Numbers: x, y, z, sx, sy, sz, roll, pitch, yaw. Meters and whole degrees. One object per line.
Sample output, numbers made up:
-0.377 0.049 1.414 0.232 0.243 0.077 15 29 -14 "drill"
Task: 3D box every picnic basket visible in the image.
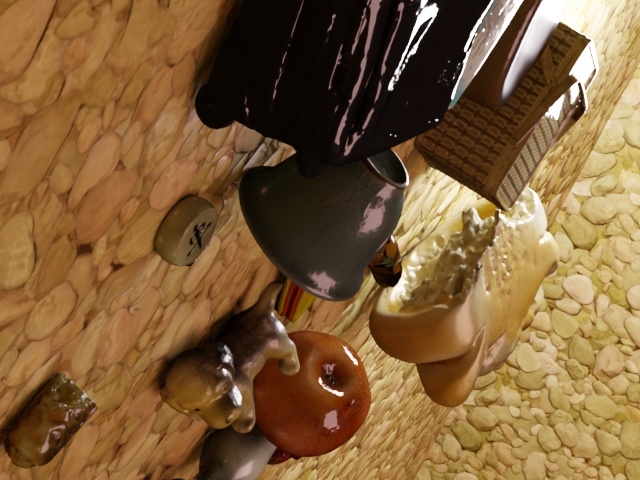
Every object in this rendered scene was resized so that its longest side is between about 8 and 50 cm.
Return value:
0.323 -0.222 2.329 0.312 0.175 0.228 -57 164 0 "picnic basket"

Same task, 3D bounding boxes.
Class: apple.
-0.012 0.234 2.161 0.201 0.201 0.162 -47 -173 -31 "apple"

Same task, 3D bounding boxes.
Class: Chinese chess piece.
-0.150 -0.010 1.588 0.084 0.034 0.084 -50 162 -23 "Chinese chess piece"

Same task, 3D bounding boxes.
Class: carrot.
0.105 0.031 2.393 0.069 0.069 0.228 -55 165 -8 "carrot"

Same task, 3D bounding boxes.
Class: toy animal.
-0.121 0.177 1.909 0.233 0.121 0.168 -47 151 -40 "toy animal"

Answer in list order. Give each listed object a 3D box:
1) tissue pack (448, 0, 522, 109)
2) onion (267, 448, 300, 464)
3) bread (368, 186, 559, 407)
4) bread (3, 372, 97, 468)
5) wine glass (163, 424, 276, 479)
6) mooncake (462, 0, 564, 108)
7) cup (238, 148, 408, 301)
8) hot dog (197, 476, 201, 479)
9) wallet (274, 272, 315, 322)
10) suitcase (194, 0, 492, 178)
0.178 -0.321 1.797 0.271 0.124 0.201 -56 165 2 "tissue pack"
-0.067 0.339 2.414 0.107 0.097 0.107 -37 -174 5 "onion"
0.283 0.085 2.535 0.424 0.245 0.329 -49 -176 -38 "bread"
-0.295 0.198 1.522 0.110 0.060 0.066 -48 -168 -25 "bread"
-0.142 0.342 2.185 0.222 0.103 0.103 -43 159 -43 "wine glass"
0.273 -0.324 2.088 0.235 0.117 0.235 -50 160 -26 "mooncake"
0.024 -0.050 1.660 0.150 0.199 0.199 -41 173 28 "cup"
-0.196 0.437 2.302 0.165 0.045 0.071 -61 165 16 "hot dog"
0.000 0.000 2.022 0.141 0.067 0.241 -50 168 -39 "wallet"
0.054 -0.257 1.491 0.345 0.188 0.339 -24 138 -60 "suitcase"
